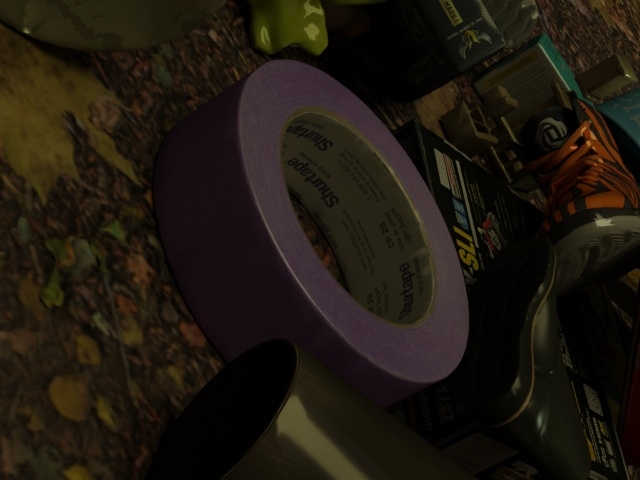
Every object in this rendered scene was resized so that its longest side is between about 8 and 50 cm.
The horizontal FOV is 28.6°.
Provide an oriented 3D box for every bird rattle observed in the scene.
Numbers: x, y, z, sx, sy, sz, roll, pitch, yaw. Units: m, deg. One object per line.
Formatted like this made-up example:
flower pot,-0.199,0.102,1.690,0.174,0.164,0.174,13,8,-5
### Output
bird rattle,-0.035,-0.283,1.198,0.254,0.143,0.207,57,14,23

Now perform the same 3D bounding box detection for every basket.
basket,0.017,0.179,0.775,0.227,0.154,0.204,45,31,-18

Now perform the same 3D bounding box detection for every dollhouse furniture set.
dollhouse furniture set,0.257,-0.127,1.401,0.161,0.182,0.101,6,58,-56

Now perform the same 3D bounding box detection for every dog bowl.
dog bowl,0.441,-0.082,1.645,0.166,0.074,0.297,51,-5,44

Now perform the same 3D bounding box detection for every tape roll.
tape roll,0.000,0.000,0.971,0.275,0.090,0.275,38,34,-33

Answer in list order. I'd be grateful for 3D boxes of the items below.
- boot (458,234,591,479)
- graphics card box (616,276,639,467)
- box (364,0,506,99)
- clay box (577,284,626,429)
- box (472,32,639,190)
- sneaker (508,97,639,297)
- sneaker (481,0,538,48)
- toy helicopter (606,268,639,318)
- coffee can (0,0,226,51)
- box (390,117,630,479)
boot,0.180,0.105,1.032,0.137,0.076,0.198,49,43,-26
graphics card box,0.406,0.051,1.288,0.371,0.094,0.233,-39,137,-54
box,0.091,-0.241,1.252,0.183,0.059,0.232,60,-5,-3
clay box,0.276,0.111,1.342,0.127,0.053,0.222,33,37,-39
box,0.299,-0.126,1.553,0.244,0.100,0.060,55,28,-9
sneaker,0.241,-0.048,1.234,0.180,0.124,0.321,61,17,12
sneaker,0.132,-0.330,1.518,0.281,0.105,0.115,39,0,-26
toy helicopter,0.437,0.092,1.548,0.355,0.140,0.235,39,39,-11
coffee can,-0.151,-0.299,0.892,0.201,0.201,0.275,35,37,-38
box,0.162,0.077,1.171,0.257,0.079,0.322,28,41,-41
